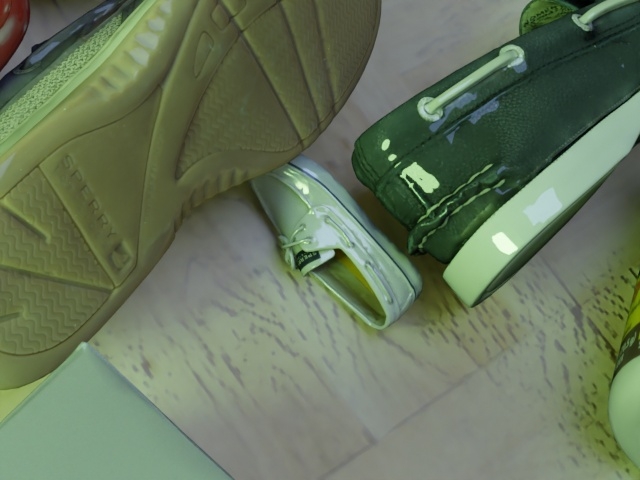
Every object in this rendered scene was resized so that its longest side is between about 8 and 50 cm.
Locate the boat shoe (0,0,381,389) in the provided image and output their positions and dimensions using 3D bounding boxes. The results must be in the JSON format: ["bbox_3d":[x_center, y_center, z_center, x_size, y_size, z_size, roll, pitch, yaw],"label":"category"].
[{"bbox_3d":[-0.079,-0.052,0.612,0.285,0.092,0.103,-49,131,-34],"label":"boat shoe"}]

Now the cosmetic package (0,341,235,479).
[{"bbox_3d":[-0.126,0.154,0.450,0.107,0.127,0.238,41,51,1],"label":"cosmetic package"}]

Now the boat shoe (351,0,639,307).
[{"bbox_3d":[0.133,-0.084,0.727,0.091,0.114,0.302,45,46,8],"label":"boat shoe"}]

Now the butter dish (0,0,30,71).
[{"bbox_3d":[-0.162,-0.092,0.542,0.118,0.160,0.160,9,46,32],"label":"butter dish"}]

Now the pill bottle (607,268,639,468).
[{"bbox_3d":[0.212,0.012,0.708,0.117,0.117,0.215,29,53,-9],"label":"pill bottle"}]

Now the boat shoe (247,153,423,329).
[{"bbox_3d":[0.000,0.000,0.662,0.100,0.035,0.035,45,49,-5],"label":"boat shoe"}]
